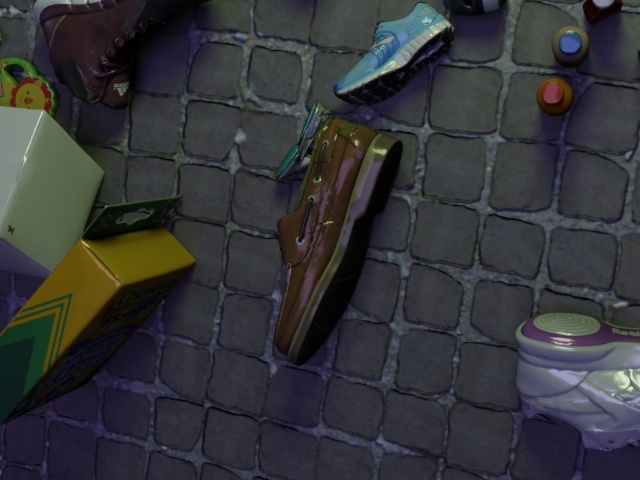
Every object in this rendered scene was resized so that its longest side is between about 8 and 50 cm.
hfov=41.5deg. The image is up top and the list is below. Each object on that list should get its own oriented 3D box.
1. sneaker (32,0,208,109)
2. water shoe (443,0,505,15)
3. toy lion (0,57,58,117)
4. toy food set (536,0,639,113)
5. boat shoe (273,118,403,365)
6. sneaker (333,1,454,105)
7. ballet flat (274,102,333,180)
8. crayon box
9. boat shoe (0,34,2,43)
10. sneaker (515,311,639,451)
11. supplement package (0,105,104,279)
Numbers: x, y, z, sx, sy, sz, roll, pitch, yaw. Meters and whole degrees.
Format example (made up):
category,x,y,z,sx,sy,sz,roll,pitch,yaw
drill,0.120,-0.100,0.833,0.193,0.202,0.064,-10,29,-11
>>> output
category,x,y,z,sx,sy,sz,roll,pitch,yaw
sneaker,-0.244,-0.258,1.111,0.281,0.106,0.163,-2,101,28
water shoe,0.164,-0.363,0.974,0.080,0.073,0.203,-6,94,21
toy lion,-0.421,-0.211,1.202,0.096,0.034,0.100,-7,94,11
toy food set,0.336,-0.224,0.917,0.232,0.104,0.111,-21,89,19
boat shoe,0.000,0.000,1.057,0.104,0.110,0.307,24,93,18
sneaker,0.082,-0.228,1.032,0.162,0.063,0.073,-34,68,14
ballet flat,-0.017,-0.119,1.079,0.041,0.041,0.114,33,106,12
crayon box,-0.296,0.088,1.102,0.083,0.203,0.323,45,107,8
boat shoe,-0.506,-0.287,1.217,0.100,0.035,0.035,-18,82,16
sneaker,0.374,0.172,0.964,0.305,0.114,0.152,9,112,21
supplement package,-0.477,-0.071,1.129,0.293,0.175,0.178,9,70,17
